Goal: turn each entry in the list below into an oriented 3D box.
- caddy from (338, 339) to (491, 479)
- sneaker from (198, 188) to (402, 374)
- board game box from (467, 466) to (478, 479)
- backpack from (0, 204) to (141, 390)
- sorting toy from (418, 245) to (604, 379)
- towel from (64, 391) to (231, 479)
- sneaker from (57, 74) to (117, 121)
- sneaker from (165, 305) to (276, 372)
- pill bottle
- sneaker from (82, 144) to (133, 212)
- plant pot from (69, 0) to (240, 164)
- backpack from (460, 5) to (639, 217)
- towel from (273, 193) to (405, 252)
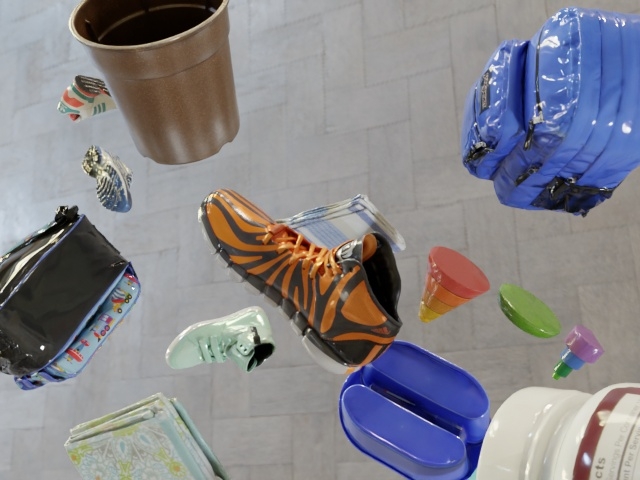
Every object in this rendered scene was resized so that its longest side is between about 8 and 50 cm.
[{"bbox_3d":[0.198,0.366,1.668,0.341,0.179,0.241,26,68,19],"label":"caddy"},{"bbox_3d":[-0.010,0.018,1.056,0.321,0.124,0.180,44,130,0],"label":"sneaker"},{"bbox_3d":[0.362,0.463,1.371,0.336,0.079,0.254,-55,22,2],"label":"board game box"},{"bbox_3d":[-0.282,0.067,0.775,0.173,0.117,0.158,-22,28,43],"label":"backpack"},{"bbox_3d":[0.318,0.150,1.398,0.365,0.127,0.126,28,114,-11],"label":"sorting toy"},{"bbox_3d":[-0.394,0.558,1.875,0.320,0.090,0.374,-23,103,23],"label":"towel"},{"bbox_3d":[-0.415,-0.248,1.411,0.075,0.161,0.057,-44,88,10],"label":"sneaker"},{"bbox_3d":[-0.227,0.253,1.805,0.256,0.094,0.151,-24,37,-6],"label":"sneaker"},{"bbox_3d":[0.354,0.251,0.715,0.392,0.224,0.224,0,76,48],"label":"pill bottle"},{"bbox_3d":[-0.284,-0.086,1.113,0.052,0.058,0.135,-53,50,22],"label":"sneaker"},{"bbox_3d":[-0.165,-0.183,0.862,0.167,0.165,0.167,-5,44,5],"label":"plant pot"},{"bbox_3d":[0.141,-0.074,0.460,0.101,0.120,0.098,4,73,-9],"label":"backpack"},{"bbox_3d":[0.000,0.000,1.508,0.285,0.209,0.034,-16,58,24],"label":"towel"}]
